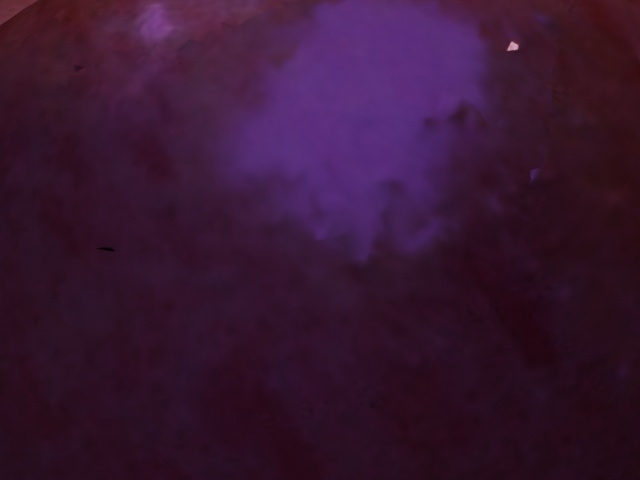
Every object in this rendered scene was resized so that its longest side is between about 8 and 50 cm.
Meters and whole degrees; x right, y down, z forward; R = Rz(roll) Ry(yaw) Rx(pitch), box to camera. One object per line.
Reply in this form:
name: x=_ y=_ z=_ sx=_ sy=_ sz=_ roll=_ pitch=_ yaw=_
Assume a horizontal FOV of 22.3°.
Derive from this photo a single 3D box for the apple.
apple: x=0.000 y=0.000 z=0.517 sx=0.345 sy=0.269 sz=0.345 roll=-12 pitch=35 yaw=9
